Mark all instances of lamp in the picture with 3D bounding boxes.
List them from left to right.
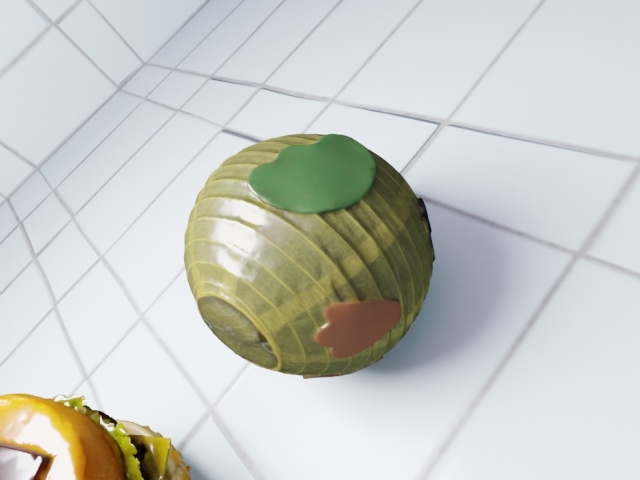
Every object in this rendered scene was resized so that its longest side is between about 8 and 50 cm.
[{"bbox_3d":[0.000,0.000,0.458,0.250,0.250,0.284,5,41,36],"label":"lamp"}]

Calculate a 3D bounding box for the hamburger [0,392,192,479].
[{"bbox_3d":[-0.251,0.287,0.396,0.291,0.225,0.290,-12,54,18],"label":"hamburger"}]
